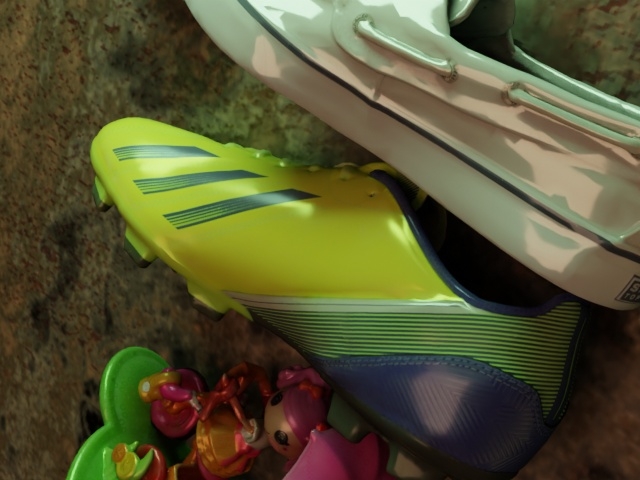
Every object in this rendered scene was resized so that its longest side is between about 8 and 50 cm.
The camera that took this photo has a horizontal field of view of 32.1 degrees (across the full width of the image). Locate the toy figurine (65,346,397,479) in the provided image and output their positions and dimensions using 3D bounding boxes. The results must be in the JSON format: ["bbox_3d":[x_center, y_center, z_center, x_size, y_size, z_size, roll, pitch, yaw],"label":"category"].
[{"bbox_3d":[-0.033,0.117,0.580,0.159,0.130,0.173,-21,59,28],"label":"toy figurine"}]

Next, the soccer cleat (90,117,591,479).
[{"bbox_3d":[0.001,0.000,0.533,0.289,0.093,0.121,36,100,32],"label":"soccer cleat"}]

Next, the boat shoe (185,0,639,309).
[{"bbox_3d":[0.051,-0.077,0.472,0.258,0.095,0.084,36,114,20],"label":"boat shoe"}]
